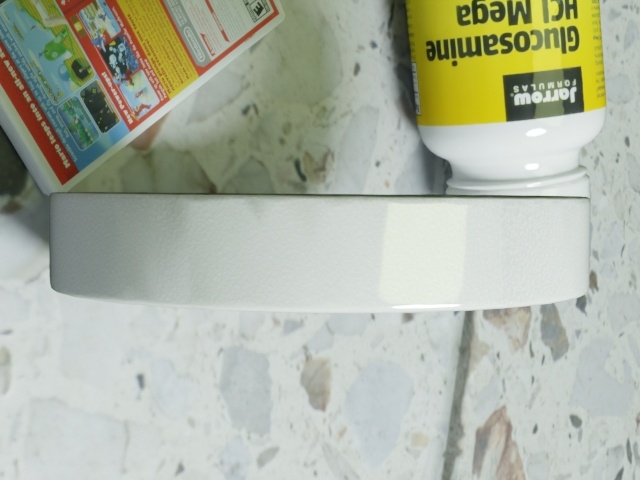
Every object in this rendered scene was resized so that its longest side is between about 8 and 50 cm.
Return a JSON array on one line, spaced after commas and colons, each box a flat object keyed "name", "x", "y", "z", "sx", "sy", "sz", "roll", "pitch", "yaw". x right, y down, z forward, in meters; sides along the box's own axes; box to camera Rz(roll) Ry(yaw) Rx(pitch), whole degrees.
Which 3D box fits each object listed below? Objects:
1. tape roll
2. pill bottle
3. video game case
[{"name": "tape roll", "x": 0.000, "y": 0.000, "z": 0.850, "sx": 0.392, "sy": 0.392, "sz": 0.072, "roll": -1, "pitch": 92, "yaw": -44}, {"name": "pill bottle", "x": 0.182, "y": -0.188, "z": 1.148, "sx": 0.188, "sy": 0.188, "sz": 0.334, "roll": -15, "pitch": 102, "yaw": -42}, {"name": "video game case", "x": -0.162, "y": -0.197, "z": 0.932, "sx": 0.285, "sy": 0.025, "sz": 0.204, "roll": -45, "pitch": 121, "yaw": -33}]
